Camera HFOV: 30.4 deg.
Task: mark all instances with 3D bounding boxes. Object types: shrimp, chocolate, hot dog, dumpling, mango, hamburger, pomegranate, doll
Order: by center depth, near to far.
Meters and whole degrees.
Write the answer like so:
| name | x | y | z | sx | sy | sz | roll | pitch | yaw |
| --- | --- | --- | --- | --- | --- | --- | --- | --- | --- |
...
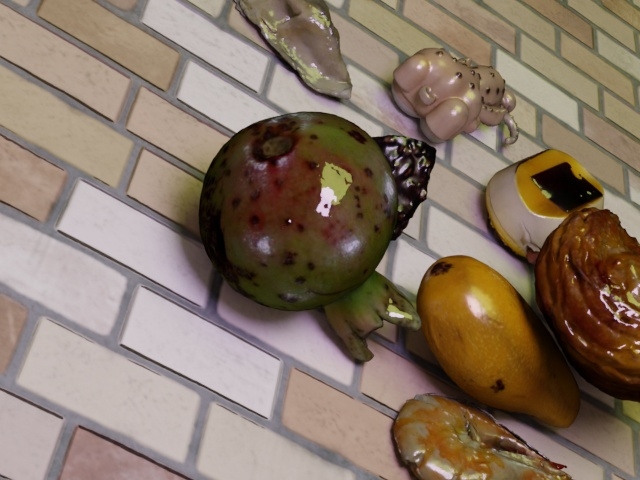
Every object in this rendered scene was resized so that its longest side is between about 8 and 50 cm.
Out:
| name | x | y | z | sx | sy | sz | roll | pitch | yaw |
| --- | --- | --- | --- | --- | --- | --- | --- | --- | --- |
| pomegranate | 0.003 | -0.016 | 1.358 | 0.306 | 0.242 | 0.242 | 36 | 35 | -42 |
| shrimp | 0.216 | 0.265 | 1.409 | 0.294 | 0.062 | 0.154 | 25 | 37 | -21 |
| mango | 0.218 | 0.131 | 1.470 | 0.295 | 0.120 | 0.177 | 48 | 22 | -36 |
| hot dog | 0.384 | 0.097 | 1.497 | 0.267 | 0.174 | 0.387 | 52 | 5 | 18 |
| chocolate | 0.076 | -0.054 | 1.536 | 0.156 | 0.156 | 0.133 | 15 | 72 | -32 |
| dumpling | -0.038 | -0.355 | 1.721 | 0.166 | 0.086 | 0.332 | 14 | 43 | -36 |
| hamburger | 0.335 | -0.047 | 1.756 | 0.173 | 0.116 | 0.210 | 46 | 42 | 15 |
| doll | 0.218 | -0.221 | 1.813 | 0.278 | 0.119 | 0.154 | 0 | 56 | -53 |
